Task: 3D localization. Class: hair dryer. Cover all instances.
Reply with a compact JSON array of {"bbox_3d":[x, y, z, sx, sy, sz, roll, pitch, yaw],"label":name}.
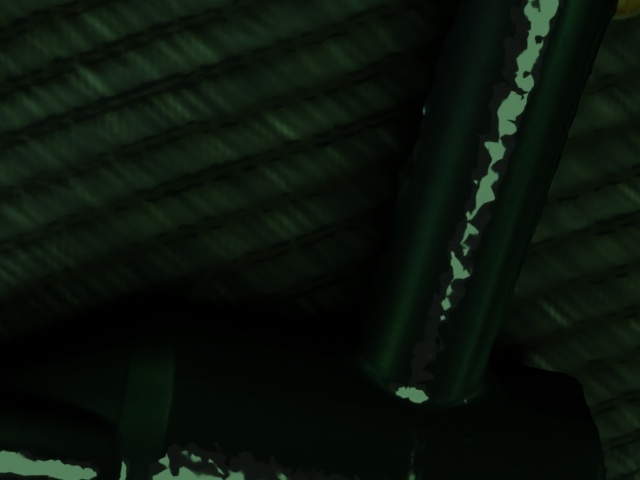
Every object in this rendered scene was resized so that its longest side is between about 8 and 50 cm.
[{"bbox_3d":[0.000,0.000,0.613,0.244,0.116,0.302,11,110,-15],"label":"hair dryer"}]

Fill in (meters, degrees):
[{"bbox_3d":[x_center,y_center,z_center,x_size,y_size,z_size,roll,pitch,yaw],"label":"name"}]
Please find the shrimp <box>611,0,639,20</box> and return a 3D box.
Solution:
[{"bbox_3d":[0.105,-0.166,0.593,0.132,0.051,0.187,5,119,2],"label":"shrimp"}]
